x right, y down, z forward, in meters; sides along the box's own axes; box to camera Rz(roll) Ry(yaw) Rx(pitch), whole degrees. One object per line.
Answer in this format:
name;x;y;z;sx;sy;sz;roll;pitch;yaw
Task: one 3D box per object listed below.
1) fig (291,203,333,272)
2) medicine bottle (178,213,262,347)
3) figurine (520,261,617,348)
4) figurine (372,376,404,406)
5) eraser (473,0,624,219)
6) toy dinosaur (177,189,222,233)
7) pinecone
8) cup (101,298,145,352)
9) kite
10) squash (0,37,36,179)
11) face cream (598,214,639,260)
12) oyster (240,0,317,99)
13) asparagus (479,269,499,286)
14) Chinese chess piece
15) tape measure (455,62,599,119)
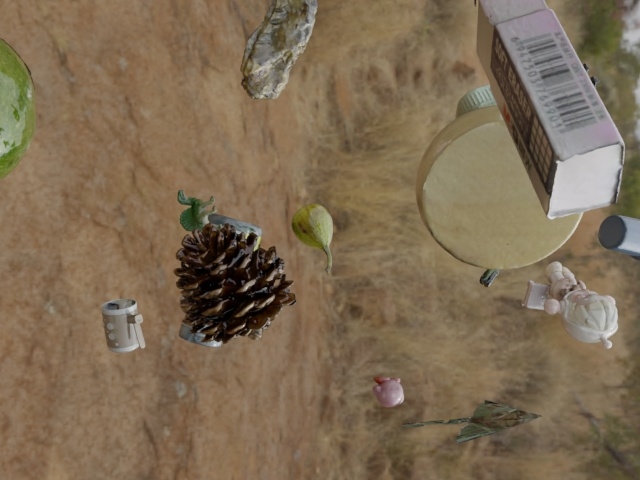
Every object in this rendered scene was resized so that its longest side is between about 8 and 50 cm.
fig;-0.010;0.003;1.763;0.093;0.093;0.166;19;55;-69
medicine bottle;-0.236;0.092;1.819;0.141;0.141;0.293;20;87;-69
figurine;0.606;0.164;1.906;0.182;0.144;0.256;29;10;-24
figurine;0.165;0.369;1.945;0.067;0.083;0.071;150;-55;-62
eraser;0.267;-0.176;0.959;0.130;0.086;0.287;71;5;-57
toy dinosaur;-0.183;-0.027;1.213;0.029;0.060;0.119;78;-3;-70
pinecone;-0.122;0.055;1.059;0.173;0.174;0.173;-4;90;-71
cup;-0.405;0.181;1.682;0.074;0.102;0.099;-44;133;-67
kite;0.261;0.313;1.388;0.229;0.250;0.012;-15;97;-68
squash;-0.634;-0.224;1.362;0.309;0.310;0.310;-147;-138;-62
face cream;0.719;0.013;1.620;0.385;0.086;0.135;10;81;-30
oyster;-0.077;-0.465;1.738;0.129;0.078;0.345;18;100;-31
asparagus;0.364;0.024;1.545;0.233;0.023;0.022;-40;102;-44
Chinese chess piece;0.268;-0.079;1.191;0.097;0.251;0.250;-74;154;-65
tape measure;0.370;-0.204;1.459;0.207;0.235;0.115;82;-11;-57
